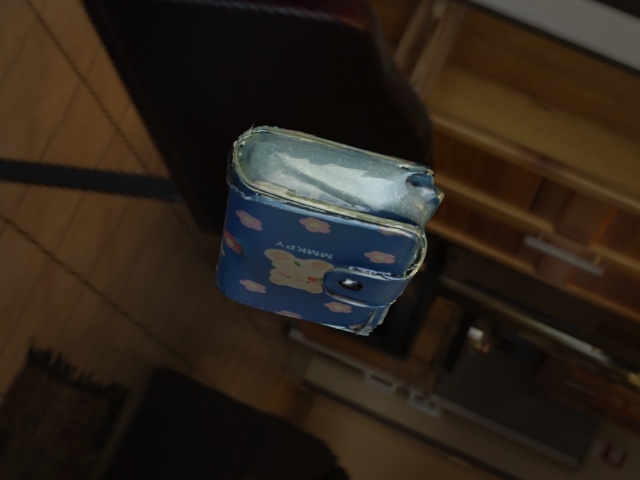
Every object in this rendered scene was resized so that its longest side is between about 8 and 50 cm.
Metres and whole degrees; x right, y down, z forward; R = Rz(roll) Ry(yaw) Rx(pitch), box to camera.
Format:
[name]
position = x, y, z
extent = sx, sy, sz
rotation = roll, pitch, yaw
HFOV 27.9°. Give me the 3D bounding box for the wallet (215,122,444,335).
[wallet]
position = 0.000, 0.001, 0.881
extent = 0.202, 0.141, 0.059
rotation = 107, -5, -66
